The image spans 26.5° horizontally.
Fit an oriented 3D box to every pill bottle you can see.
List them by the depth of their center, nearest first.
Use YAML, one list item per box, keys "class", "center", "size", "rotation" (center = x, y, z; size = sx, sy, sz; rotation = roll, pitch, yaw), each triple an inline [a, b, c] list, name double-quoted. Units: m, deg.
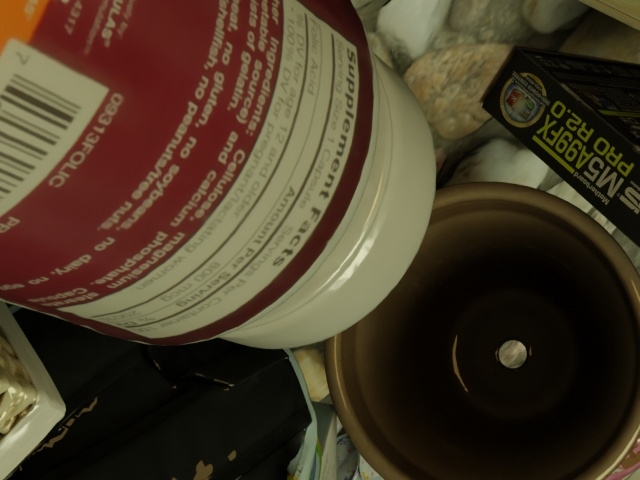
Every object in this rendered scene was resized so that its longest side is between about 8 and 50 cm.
- class: "pill bottle"
  center: [-0.108, -0.076, 0.637]
  size: [0.224, 0.224, 0.392]
  rotation: [-48, 149, 9]

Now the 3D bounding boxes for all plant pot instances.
- class: "plant pot"
  center: [0.151, 0.094, 1.154]
  size: [0.263, 0.263, 0.229]
  rotation: [-46, 168, 5]

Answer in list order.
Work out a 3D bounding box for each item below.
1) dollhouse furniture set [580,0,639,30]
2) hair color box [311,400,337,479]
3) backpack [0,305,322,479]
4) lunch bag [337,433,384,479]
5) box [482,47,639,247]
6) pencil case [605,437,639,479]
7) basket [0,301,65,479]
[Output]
- class: "dollhouse furniture set"
  center: [0.248, -0.250, 0.951]
  size: [0.242, 0.161, 0.212]
  rotation: [-44, 158, -44]
- class: "hair color box"
  center: [-0.056, 0.307, 1.185]
  size: [0.374, 0.114, 0.185]
  rotation: [88, 14, -51]
- class: "backpack"
  center: [-0.163, 0.174, 0.866]
  size: [0.355, 0.290, 0.273]
  rotation: [-48, 158, -4]
- class: "lunch bag"
  center: [0.038, 0.223, 1.333]
  size: [0.071, 0.053, 0.083]
  rotation: [10, 113, -54]
- class: "box"
  center: [0.289, -0.064, 1.103]
  size: [0.270, 0.216, 0.060]
  rotation: [-2, 131, -48]
- class: "pencil case"
  center: [0.255, 0.252, 1.513]
  size: [0.386, 0.167, 0.160]
  rotation: [-36, -179, -10]
- class: "basket"
  center: [-0.234, 0.059, 0.721]
  size: [0.113, 0.167, 0.103]
  rotation: [-45, 144, 4]
